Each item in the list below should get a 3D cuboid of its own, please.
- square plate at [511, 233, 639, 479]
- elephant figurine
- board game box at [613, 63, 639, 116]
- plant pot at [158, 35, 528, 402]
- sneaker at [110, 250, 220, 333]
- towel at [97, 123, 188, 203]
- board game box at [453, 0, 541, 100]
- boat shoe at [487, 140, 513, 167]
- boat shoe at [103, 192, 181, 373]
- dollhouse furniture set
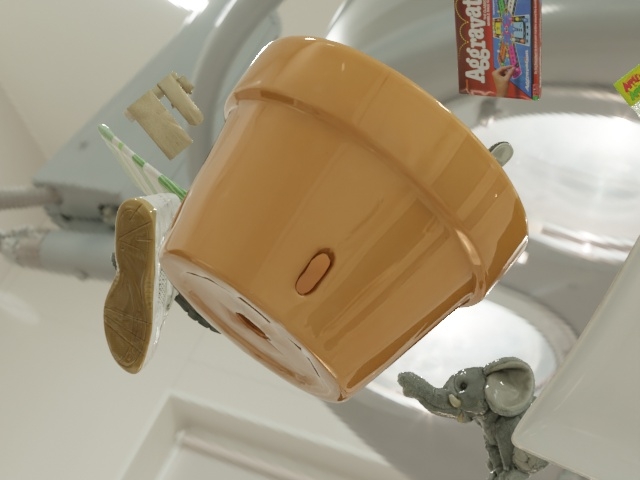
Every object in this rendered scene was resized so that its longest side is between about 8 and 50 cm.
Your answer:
[{"bbox_3d":[0.415,0.142,1.037,0.344,0.049,0.347,23,-57,1],"label":"square plate"},{"bbox_3d":[0.273,0.259,1.662,0.169,0.186,0.239,-40,-105,29],"label":"elephant figurine"},{"bbox_3d":[0.498,-0.232,1.572,0.043,0.092,0.181,57,18,14],"label":"board game box"},{"bbox_3d":[0.000,0.000,0.904,0.291,0.203,0.291,35,-17,13],"label":"plant pot"},{"bbox_3d":[-0.180,0.055,1.636,0.286,0.130,0.109,31,5,-1],"label":"sneaker"},{"bbox_3d":[-0.332,-0.105,2.283,0.325,0.038,0.248,39,-13,25],"label":"towel"},{"bbox_3d":[0.297,-0.365,1.765,0.145,0.027,0.281,9,-47,22],"label":"board game box"},{"bbox_3d":[0.290,-0.130,1.878,0.046,0.125,0.038,42,13,-12],"label":"boat shoe"},{"bbox_3d":[-0.236,0.062,1.484,0.098,0.096,0.277,29,-59,27],"label":"boat shoe"},{"bbox_3d":[-0.289,-0.234,2.006,0.123,0.144,0.151,51,-19,-11],"label":"dollhouse furniture set"}]
